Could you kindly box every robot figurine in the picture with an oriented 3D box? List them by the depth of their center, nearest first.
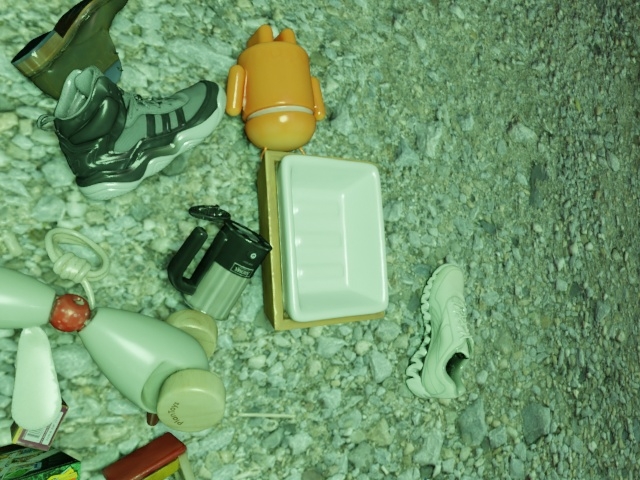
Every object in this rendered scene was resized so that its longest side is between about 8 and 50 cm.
[{"bbox_3d":[-0.076,-0.246,0.814,0.158,0.128,0.219,-2,84,-70],"label":"robot figurine"}]

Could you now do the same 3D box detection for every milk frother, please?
[{"bbox_3d":[-0.168,0.025,0.747,0.129,0.143,0.134,31,97,-24],"label":"milk frother"}]

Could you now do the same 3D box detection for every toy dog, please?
[{"bbox_3d":[-0.280,0.150,0.608,0.334,0.220,0.161,35,107,-6],"label":"toy dog"}]

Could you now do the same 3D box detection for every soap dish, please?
[{"bbox_3d":[0.000,0.000,0.837,0.229,0.118,0.290,-1,85,-35],"label":"soap dish"}]

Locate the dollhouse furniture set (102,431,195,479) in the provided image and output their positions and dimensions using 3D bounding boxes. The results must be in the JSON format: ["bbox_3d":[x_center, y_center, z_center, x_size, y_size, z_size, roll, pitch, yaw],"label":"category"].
[{"bbox_3d":[-0.305,0.338,0.525,0.374,0.201,0.152,-23,106,-36],"label":"dollhouse furniture set"}]

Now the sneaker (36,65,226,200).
[{"bbox_3d":[-0.253,-0.187,0.673,0.268,0.101,0.153,-47,139,-25],"label":"sneaker"}]

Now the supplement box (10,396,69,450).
[{"bbox_3d":[-0.354,0.224,0.600,0.043,0.083,0.054,30,70,-28],"label":"supplement box"}]

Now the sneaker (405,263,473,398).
[{"bbox_3d":[0.272,0.189,0.999,0.110,0.118,0.291,23,71,-28],"label":"sneaker"}]

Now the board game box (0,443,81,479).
[{"bbox_3d":[-0.407,0.264,0.487,0.260,0.136,0.030,3,87,-51],"label":"board game box"}]

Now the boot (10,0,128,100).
[{"bbox_3d":[-0.330,-0.281,0.697,0.219,0.082,0.106,-60,137,-28],"label":"boot"}]

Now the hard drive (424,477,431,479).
[{"bbox_3d":[0.247,0.679,0.970,0.210,0.040,0.318,33,68,-26],"label":"hard drive"}]
